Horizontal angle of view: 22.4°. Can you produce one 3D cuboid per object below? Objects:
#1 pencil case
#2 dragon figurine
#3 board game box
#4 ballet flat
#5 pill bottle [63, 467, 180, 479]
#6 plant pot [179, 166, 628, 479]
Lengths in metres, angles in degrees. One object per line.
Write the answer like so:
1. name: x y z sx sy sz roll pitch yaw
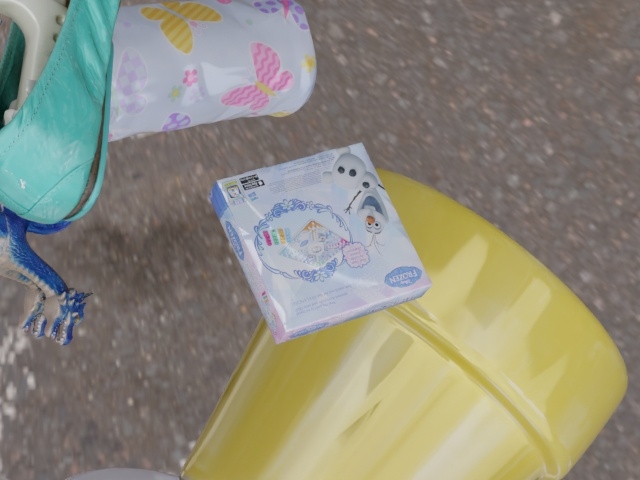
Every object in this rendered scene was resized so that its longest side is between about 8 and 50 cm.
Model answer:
1. pencil case: -0.135 -0.146 1.408 0.273 0.113 0.124 -14 138 -35
2. dragon figurine: -0.281 -0.046 1.485 0.144 0.085 0.289 9 74 -52
3. board game box: 0.000 0.000 0.843 0.090 0.020 0.090 -16 69 -27
4. ballet flat: -0.149 -0.131 0.884 0.087 0.083 0.247 25 58 -35
5. pill bottle: -0.169 0.354 1.378 0.161 0.161 0.283 3 107 -11
6. plant pot: 0.038 0.118 1.095 0.254 0.254 0.239 45 75 -19
